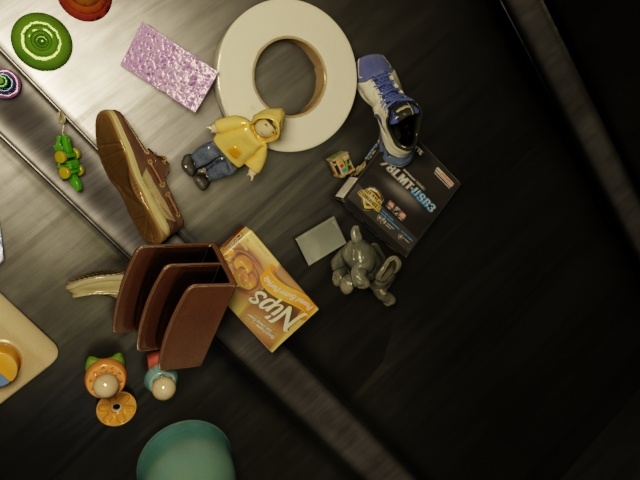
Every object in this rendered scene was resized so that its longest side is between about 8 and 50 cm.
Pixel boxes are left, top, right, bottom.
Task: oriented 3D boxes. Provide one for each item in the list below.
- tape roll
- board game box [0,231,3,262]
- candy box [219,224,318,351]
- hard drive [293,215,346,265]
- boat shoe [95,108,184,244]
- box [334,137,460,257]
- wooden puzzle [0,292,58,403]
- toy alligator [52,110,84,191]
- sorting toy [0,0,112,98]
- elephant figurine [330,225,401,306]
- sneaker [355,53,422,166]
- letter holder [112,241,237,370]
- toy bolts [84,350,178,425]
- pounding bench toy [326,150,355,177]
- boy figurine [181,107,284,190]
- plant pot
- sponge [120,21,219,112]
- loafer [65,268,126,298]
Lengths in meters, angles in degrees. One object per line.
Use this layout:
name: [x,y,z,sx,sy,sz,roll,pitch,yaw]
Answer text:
tape roll: [-0.091,-0.428,1.466,0.391,0.072,0.392,-5,104,-21]
board game box: [-0.803,-0.004,1.259,0.133,0.033,0.169,-5,91,-28]
candy box: [-0.173,0.136,1.543,0.183,0.087,0.316,-42,113,-8]
hard drive: [0.000,0.000,1.623,0.135,0.022,0.094,-31,111,-14]
boat shoe: [-0.436,-0.166,1.370,0.123,0.123,0.342,-37,110,-44]
box: [0.236,-0.150,1.665,0.295,0.073,0.293,40,85,-25]
wooden puzzle: [-0.862,0.280,1.291,0.348,0.080,0.322,-40,113,-10]
toy alligator: [-0.609,-0.208,1.311,0.051,0.056,0.190,-3,106,19]
sorting toy: [-0.600,-0.462,1.217,0.127,0.126,0.366,41,84,-25]
elephant figurine: [0.161,0.084,1.656,0.239,0.186,0.170,7,55,-34]
sneaker: [0.202,-0.369,1.498,0.127,0.182,0.316,-19,88,-7]
letter holder: [-0.367,0.165,1.342,0.214,0.152,0.302,0,131,-37]
toy bolts: [-0.481,0.396,1.431,0.228,0.158,0.219,-6,104,-21]
pounding bench toy: [0.065,-0.212,1.571,0.052,0.083,0.065,-31,111,-14]
boy figurine: [-0.202,-0.232,1.393,0.285,0.092,0.177,-27,114,16]
plant pot: [-0.347,0.671,1.494,0.271,0.255,0.272,-5,103,-21]
sponge: [-0.364,-0.417,1.339,0.210,0.031,0.117,32,100,-11]
loafer: [-0.496,0.119,1.398,0.268,0.102,0.092,-6,98,-22]
